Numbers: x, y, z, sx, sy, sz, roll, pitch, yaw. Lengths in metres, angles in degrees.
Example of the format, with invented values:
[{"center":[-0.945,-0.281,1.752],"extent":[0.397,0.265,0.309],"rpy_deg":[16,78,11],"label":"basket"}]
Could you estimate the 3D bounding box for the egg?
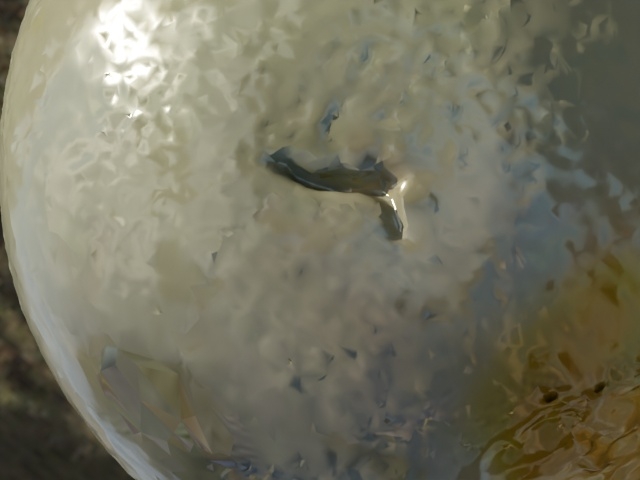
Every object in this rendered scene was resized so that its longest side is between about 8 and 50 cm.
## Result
[{"center":[0.000,0.000,0.643],"extent":[0.337,0.201,0.337],"rpy_deg":[20,128,28],"label":"egg"}]
